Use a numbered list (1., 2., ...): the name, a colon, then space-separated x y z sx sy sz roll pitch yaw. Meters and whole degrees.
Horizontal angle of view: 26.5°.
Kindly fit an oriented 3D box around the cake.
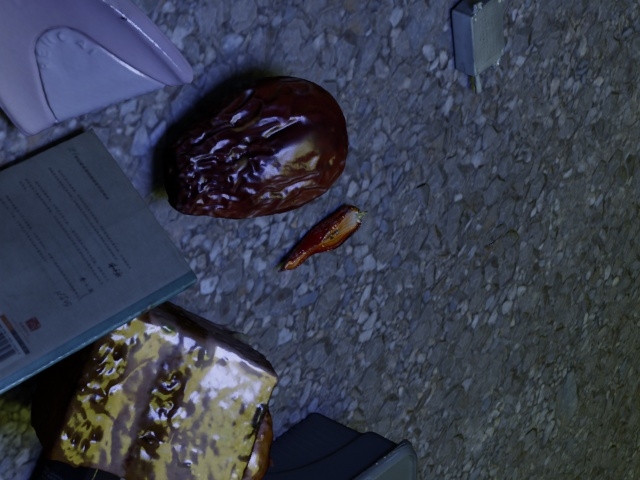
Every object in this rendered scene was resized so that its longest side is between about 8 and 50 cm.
1. cake: -0.164 0.177 1.547 0.293 0.196 0.198 23 89 -20

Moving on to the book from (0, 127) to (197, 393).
1. book: -0.289 0.019 1.394 0.283 0.215 0.025 -28 169 -37

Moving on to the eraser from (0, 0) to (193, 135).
1. eraser: -0.263 -0.220 1.313 0.243 0.204 0.059 58 29 -37

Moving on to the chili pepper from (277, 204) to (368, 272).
1. chili pepper: 0.000 0.000 1.887 0.178 0.027 0.045 -39 134 -31

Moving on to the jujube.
1. jujube: -0.080 -0.106 1.622 0.236 0.168 0.168 -21 129 -25

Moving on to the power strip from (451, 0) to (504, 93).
1. power strip: 0.231 -0.285 1.987 0.075 0.042 0.175 -40 140 -30

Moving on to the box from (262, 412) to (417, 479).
1. box: -0.005 0.362 1.982 0.274 0.178 0.138 -30 134 -39

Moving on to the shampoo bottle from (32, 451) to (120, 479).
1. shampoo bottle: -0.330 0.372 1.639 0.071 0.098 0.309 17 97 -55
